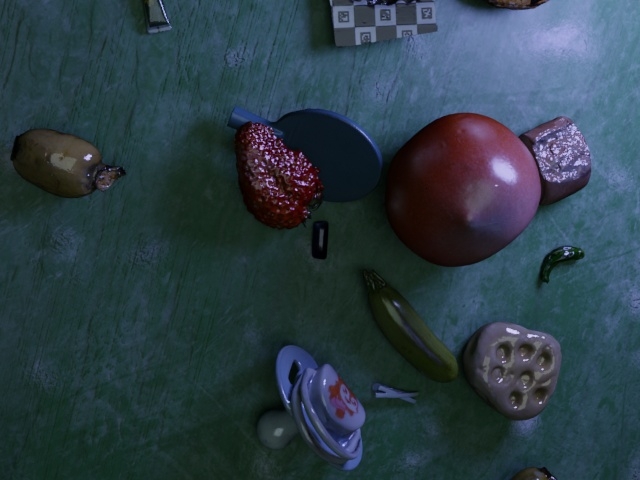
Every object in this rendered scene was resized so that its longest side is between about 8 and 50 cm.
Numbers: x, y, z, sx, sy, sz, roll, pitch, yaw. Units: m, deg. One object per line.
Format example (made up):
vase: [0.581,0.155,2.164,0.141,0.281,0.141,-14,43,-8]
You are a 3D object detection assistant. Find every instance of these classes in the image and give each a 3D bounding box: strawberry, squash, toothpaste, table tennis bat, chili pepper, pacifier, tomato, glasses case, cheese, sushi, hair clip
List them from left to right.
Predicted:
toothpaste: [-0.337,-0.509,1.620,0.049,0.031,0.204,-13,103,-8]
strawberry: [-0.100,-0.106,1.664,0.236,0.106,0.175,33,124,-18]
pacifier: [-0.040,0.378,1.753,0.233,0.244,0.299,-31,105,26]
table tennis bat: [-0.030,-0.186,1.678,0.329,0.044,0.215,24,135,-3]
glasses case: [0.000,0.000,1.777,0.034,0.023,0.083,1,98,-14]
sushi: [0.121,-0.503,1.705,0.215,0.050,0.192,-9,98,-5]
hair clip: [0.168,0.342,1.870,0.115,0.039,0.030,17,104,-25]
squash: [0.186,0.196,1.817,0.094,0.094,0.341,-42,107,-3]
tomato: [0.287,-0.094,1.672,0.322,0.321,0.321,-2,100,-11]
cheese: [0.433,0.283,1.866,0.218,0.117,0.235,-22,102,-9]
chili pepper: [0.546,0.044,1.892,0.118,0.035,0.055,-35,87,-8]

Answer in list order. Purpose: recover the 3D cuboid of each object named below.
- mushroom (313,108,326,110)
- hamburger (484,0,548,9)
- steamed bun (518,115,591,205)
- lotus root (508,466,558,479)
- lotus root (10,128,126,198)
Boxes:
mushroom: [0.007,-0.217,1.717,0.129,0.073,0.088,39,79,-15]
hamburger: [0.407,-0.589,1.725,0.231,0.107,0.230,-1,103,-5]
steamed bun: [0.515,-0.175,1.812,0.145,0.106,0.175,-21,101,-7]
lotus root: [0.462,0.652,1.918,0.154,0.154,0.278,29,96,-15]
lotus root: [-0.489,-0.143,1.603,0.221,0.125,0.118,20,69,-9]
